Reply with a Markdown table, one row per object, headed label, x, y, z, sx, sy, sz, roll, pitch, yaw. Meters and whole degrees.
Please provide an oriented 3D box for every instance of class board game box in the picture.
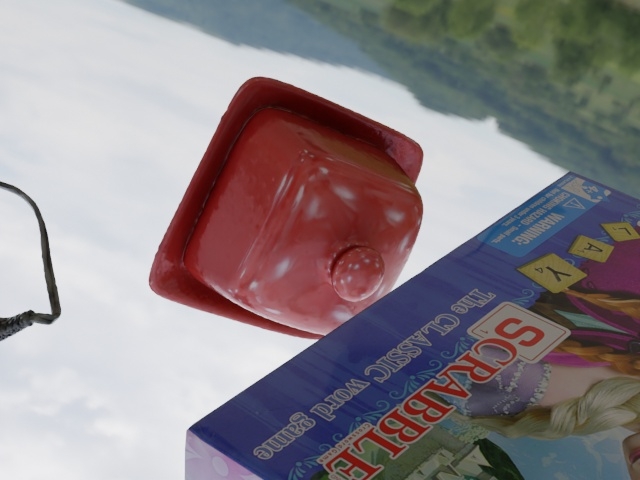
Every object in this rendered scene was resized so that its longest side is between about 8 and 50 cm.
| label | x | y | z | sx | sy | sz | roll | pitch | yaw |
| --- | --- | --- | --- | --- | --- | --- | --- | --- | --- |
| board game box | 0.161 | 0.104 | 0.594 | 0.318 | 0.066 | 0.319 | 27 | -140 | 31 |

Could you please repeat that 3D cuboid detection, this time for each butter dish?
| label | x | y | z | sx | sy | sz | roll | pitch | yaw |
| --- | --- | --- | --- | --- | --- | --- | --- | --- | --- |
| butter dish | 0.000 | 0.000 | 0.827 | 0.160 | 0.160 | 0.118 | 20 | -168 | -35 |

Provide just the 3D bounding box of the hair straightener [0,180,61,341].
| label | x | y | z | sx | sy | sz | roll | pitch | yaw |
| --- | --- | --- | --- | --- | --- | --- | --- | --- | --- |
| hair straightener | -0.210 | -0.031 | 0.581 | 0.230 | 0.089 | 0.047 | 29 | 170 | 2 |
